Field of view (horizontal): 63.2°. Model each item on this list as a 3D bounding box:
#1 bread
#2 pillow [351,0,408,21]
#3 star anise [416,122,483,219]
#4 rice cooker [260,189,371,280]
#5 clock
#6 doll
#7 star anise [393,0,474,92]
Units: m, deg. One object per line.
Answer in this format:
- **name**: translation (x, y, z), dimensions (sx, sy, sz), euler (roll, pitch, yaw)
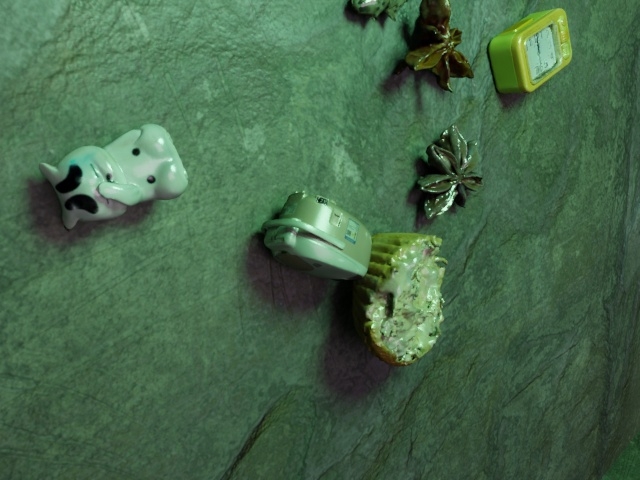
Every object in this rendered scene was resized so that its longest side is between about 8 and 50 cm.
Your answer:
- **bread**: translation (0.155, 0.111, 1.037), dimensions (0.274, 0.149, 0.273), euler (-17, 113, -46)
- **pillow**: translation (0.148, -0.491, 0.987), dimensions (0.241, 0.051, 0.093), euler (-53, 124, -18)
- **star anise**: translation (0.283, -0.156, 1.138), dimensions (0.212, 0.073, 0.196), euler (-16, 112, -36)
- **rice cooker**: translation (0.000, 0.000, 0.921), dimensions (0.206, 0.145, 0.127), euler (34, 67, -31)
- **clock**: translation (0.497, -0.444, 1.224), dimensions (0.202, 0.096, 0.143), euler (-37, 122, -24)
- **doll**: translation (-0.276, -0.090, 0.723), dimensions (0.181, 0.107, 0.110), euler (-27, 106, -30)
- **star anise**: translation (0.229, -0.395, 1.030), dimensions (0.213, 0.111, 0.195), euler (-12, 112, -42)
